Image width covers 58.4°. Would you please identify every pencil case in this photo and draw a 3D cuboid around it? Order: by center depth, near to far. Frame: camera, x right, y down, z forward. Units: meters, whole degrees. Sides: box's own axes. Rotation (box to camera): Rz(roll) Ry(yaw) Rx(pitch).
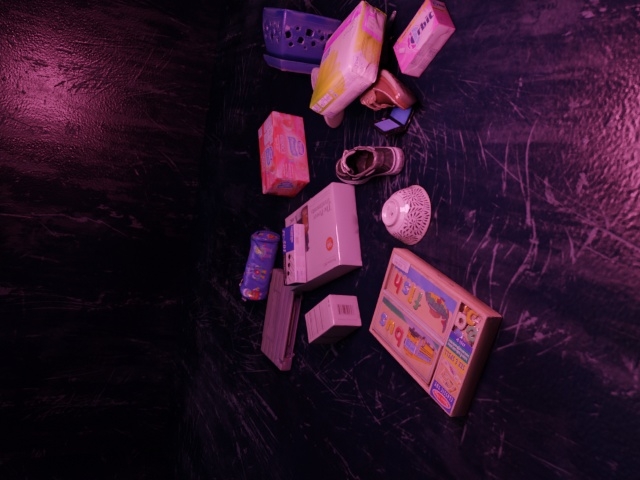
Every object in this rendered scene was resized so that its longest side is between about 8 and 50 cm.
[{"bbox_3d":[-0.261,0.107,2.440,0.119,0.133,0.306,-60,-15,-74],"label":"pencil case"}]

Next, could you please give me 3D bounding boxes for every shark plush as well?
[{"bbox_3d":[0.209,-0.631,1.793,0.067,0.073,0.161,27,89,40],"label":"shark plush"}]

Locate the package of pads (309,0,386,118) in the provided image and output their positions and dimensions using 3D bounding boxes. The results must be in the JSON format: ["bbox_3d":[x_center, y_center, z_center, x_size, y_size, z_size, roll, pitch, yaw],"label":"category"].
[{"bbox_3d":[0.087,-0.538,1.708,0.229,0.101,0.297,-31,41,52],"label":"package of pads"}]

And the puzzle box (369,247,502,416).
[{"bbox_3d":[0.274,0.219,1.481,0.409,0.052,0.272,41,122,57],"label":"puzzle box"}]

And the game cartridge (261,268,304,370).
[{"bbox_3d":[-0.152,0.306,2.275,0.230,0.068,0.355,-153,71,-65],"label":"game cartridge"}]

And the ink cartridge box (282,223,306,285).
[{"bbox_3d":[-0.094,0.052,2.018,0.097,0.046,0.207,-22,67,59],"label":"ink cartridge box"}]

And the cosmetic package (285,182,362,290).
[{"bbox_3d":[0.000,0.000,2.001,0.377,0.097,0.284,-33,59,56],"label":"cosmetic package"}]

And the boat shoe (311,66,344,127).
[{"bbox_3d":[0.022,-0.495,1.972,0.081,0.079,0.227,44,161,41],"label":"boat shoe"}]

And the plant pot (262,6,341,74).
[{"bbox_3d":[-0.084,-0.746,2.157,0.236,0.236,0.212,42,128,56],"label":"plant pot"}]

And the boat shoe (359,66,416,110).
[{"bbox_3d":[0.180,-0.434,1.687,0.116,0.123,0.324,-51,28,14],"label":"boat shoe"}]

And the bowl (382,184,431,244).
[{"bbox_3d":[0.224,-0.075,1.599,0.170,0.080,0.170,-19,69,59],"label":"bowl"}]

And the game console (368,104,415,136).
[{"bbox_3d":[0.210,-0.369,1.694,0.122,0.107,0.071,-128,22,-53],"label":"game console"}]

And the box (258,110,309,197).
[{"bbox_3d":[-0.148,-0.342,2.290,0.154,0.142,0.300,-39,52,54],"label":"box"}]

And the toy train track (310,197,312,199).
[{"bbox_3d":[-0.020,-0.145,2.150,0.083,0.014,0.048,-137,50,-63],"label":"toy train track"}]

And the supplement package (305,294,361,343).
[{"bbox_3d":[0.039,0.259,1.865,0.179,0.105,0.105,-46,46,51],"label":"supplement package"}]

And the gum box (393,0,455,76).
[{"bbox_3d":[0.282,-0.557,1.594,0.188,0.062,0.107,-50,43,47],"label":"gum box"}]

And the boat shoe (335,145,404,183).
[{"bbox_3d":[0.122,-0.248,1.783,0.335,0.119,0.121,-4,81,62],"label":"boat shoe"}]
